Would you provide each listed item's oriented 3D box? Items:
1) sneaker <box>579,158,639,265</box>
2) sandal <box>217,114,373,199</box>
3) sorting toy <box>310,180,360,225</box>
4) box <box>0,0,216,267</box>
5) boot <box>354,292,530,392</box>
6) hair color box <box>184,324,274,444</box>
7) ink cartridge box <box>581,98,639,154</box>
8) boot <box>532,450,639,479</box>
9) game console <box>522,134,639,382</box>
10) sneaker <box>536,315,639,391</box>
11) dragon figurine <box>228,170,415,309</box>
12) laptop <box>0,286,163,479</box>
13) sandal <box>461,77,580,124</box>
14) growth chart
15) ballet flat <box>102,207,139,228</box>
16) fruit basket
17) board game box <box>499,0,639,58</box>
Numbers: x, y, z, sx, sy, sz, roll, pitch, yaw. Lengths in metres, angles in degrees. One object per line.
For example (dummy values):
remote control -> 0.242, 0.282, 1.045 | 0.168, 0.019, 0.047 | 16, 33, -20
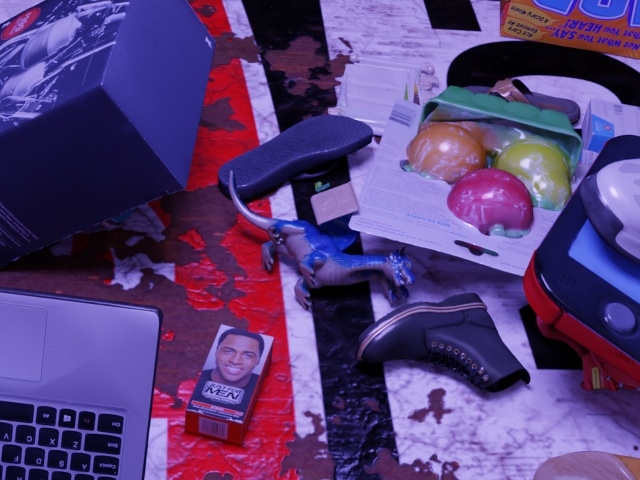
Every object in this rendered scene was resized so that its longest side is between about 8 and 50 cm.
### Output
sneaker -> 0.544, -0.088, 1.281 | 0.447, 0.257, 0.169 | 3, 52, -22
sandal -> -0.039, -0.123, 1.614 | 0.254, 0.054, 0.097 | -24, 44, -19
sorting toy -> 0.017, -0.056, 1.428 | 0.062, 0.012, 0.083 | -23, 42, 6
box -> -0.329, -0.179, 1.415 | 0.312, 0.179, 0.343 | -21, 38, 19
boot -> 0.156, 0.145, 1.337 | 0.197, 0.077, 0.137 | -17, 53, -25
hair color box -> -0.107, 0.170, 1.279 | 0.072, 0.043, 0.141 | 13, 42, 5
ink cartridge box -> 0.522, -0.165, 1.744 | 0.180, 0.060, 0.104 | 11, 41, 2
boot -> 0.404, 0.303, 1.180 | 0.211, 0.295, 0.104 | 20, 74, -39
game console -> 0.454, 0.043, 1.338 | 0.342, 0.060, 0.386 | 32, 47, 11
sneaker -> 0.389, 0.163, 1.358 | 0.118, 0.107, 0.279 | -36, 54, -17
dragon figurine -> 0.000, 0.000, 1.452 | 0.144, 0.085, 0.289 | -26, 53, -32
laptop -> -0.371, 0.259, 1.003 | 0.381, 0.408, 0.236 | 7, 8, -3
sandal -> 0.332, -0.235, 1.787 | 0.219, 0.060, 0.090 | 7, 42, -3
growth chart -> 0.105, -0.242, 1.784 | 0.172, 0.021, 0.237 | 14, 42, 5
ballet flat -> -0.290, -0.091, 1.520 | 0.077, 0.091, 0.241 | -13, 33, 21
fruit basket -> 0.230, -0.067, 1.509 | 0.327, 0.165, 0.353 | 14, 43, 5
board game box -> 0.545, -0.594, 1.997 | 0.356, 0.356, 0.357 | 10, 42, 0
